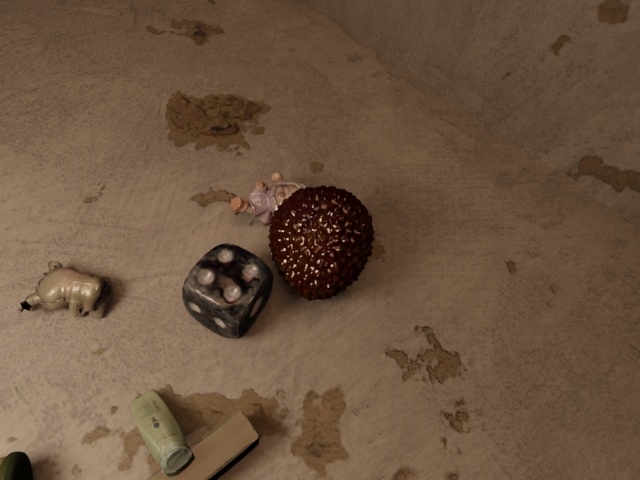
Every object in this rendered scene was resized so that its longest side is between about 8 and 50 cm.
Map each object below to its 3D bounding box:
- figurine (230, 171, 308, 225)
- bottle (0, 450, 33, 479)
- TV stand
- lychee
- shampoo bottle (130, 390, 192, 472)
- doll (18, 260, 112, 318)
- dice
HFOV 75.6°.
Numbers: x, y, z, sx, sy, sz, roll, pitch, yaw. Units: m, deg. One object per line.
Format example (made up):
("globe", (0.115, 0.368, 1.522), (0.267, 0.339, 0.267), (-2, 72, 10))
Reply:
("figurine", (-0.149, -0.118, 1.329), (0.275, 0.133, 0.200), (-4, 67, -9))
("bottle", (-0.693, 0.490, 0.749), (0.271, 0.143, 0.156), (-7, 94, -21))
("TV stand", (-0.262, 0.482, 0.874), (0.269, 0.088, 0.083), (-30, 66, -27))
("lychee", (0.000, 0.000, 1.152), (0.306, 0.306, 0.330), (6, 62, -8))
("shampoo bottle", (-0.343, 0.402, 0.881), (0.072, 0.049, 0.212), (-27, 31, -32))
("doll", (-0.637, 0.129, 1.057), (0.192, 0.095, 0.149), (9, 54, -9))
("dice", (-0.240, 0.133, 1.085), (0.183, 0.181, 0.182), (28, 51, 10))
